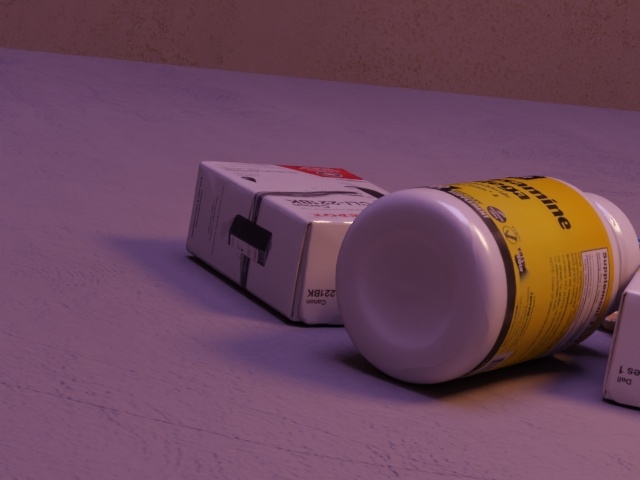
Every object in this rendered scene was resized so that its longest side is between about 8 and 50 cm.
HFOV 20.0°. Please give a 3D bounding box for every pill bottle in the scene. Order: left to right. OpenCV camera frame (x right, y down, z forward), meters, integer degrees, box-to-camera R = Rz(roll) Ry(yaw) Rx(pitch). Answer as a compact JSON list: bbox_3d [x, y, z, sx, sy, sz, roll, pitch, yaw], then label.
[{"bbox_3d":[0.182,0.031,1.823,0.188,0.188,0.334,18,15,35],"label":"pill bottle"}]

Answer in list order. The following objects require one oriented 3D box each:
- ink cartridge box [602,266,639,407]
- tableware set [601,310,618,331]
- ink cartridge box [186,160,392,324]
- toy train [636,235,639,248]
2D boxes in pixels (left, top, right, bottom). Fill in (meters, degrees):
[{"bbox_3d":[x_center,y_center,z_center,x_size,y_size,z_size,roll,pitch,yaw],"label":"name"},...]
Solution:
[{"bbox_3d":[0.414,0.097,1.849,0.201,0.117,0.278,12,14,15],"label":"ink cartridge box"},{"bbox_3d":[0.354,0.082,2.095,0.141,0.020,0.169,1,15,-29],"label":"tableware set"},{"bbox_3d":[0.000,0.000,2.000,0.197,0.114,0.273,2,15,-30],"label":"ink cartridge box"},{"bbox_3d":[0.310,0.012,2.248,0.184,0.080,0.105,2,20,-29],"label":"toy train"}]
